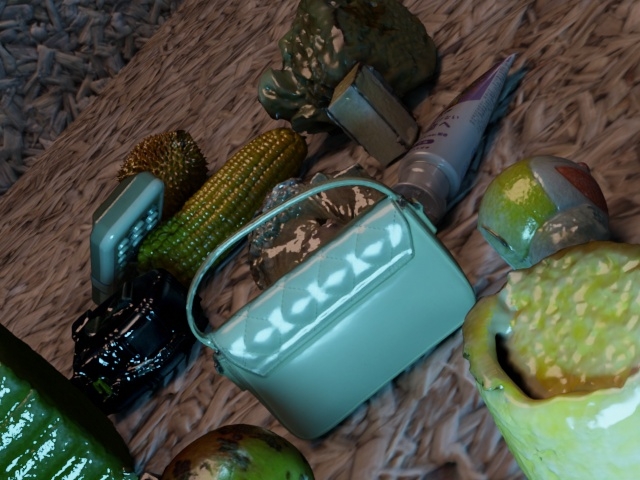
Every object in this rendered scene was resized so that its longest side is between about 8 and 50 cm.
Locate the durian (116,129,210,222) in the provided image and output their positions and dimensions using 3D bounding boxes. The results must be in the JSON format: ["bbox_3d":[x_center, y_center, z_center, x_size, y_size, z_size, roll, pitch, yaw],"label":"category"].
[{"bbox_3d":[-0.263,-0.108,2.101,0.168,0.137,0.158,-51,43,1],"label":"durian"}]

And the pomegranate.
[{"bbox_3d":[-0.055,0.235,1.084,0.220,0.156,0.156,-8,40,51],"label":"pomegranate"}]

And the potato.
[{"bbox_3d":[0.069,-0.160,1.643,0.061,0.122,0.086,-34,19,33],"label":"potato"}]

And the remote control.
[{"bbox_3d":[-0.286,0.003,1.838,0.128,0.065,0.335,-49,-5,-21],"label":"remote control"}]

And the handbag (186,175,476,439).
[{"bbox_3d":[0.003,0.051,1.227,0.256,0.219,0.079,-39,24,7],"label":"handbag"}]

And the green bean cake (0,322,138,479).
[{"bbox_3d":[-0.345,0.223,1.456,0.156,0.250,0.247,-44,23,-5],"label":"green bean cake"}]

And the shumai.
[{"bbox_3d":[0.033,-0.242,1.827,0.218,0.189,0.256,-49,31,29],"label":"shumai"}]

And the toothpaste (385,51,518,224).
[{"bbox_3d":[0.156,-0.124,1.506,0.114,0.073,0.299,-41,12,43],"label":"toothpaste"}]

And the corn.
[{"bbox_3d":[-0.134,-0.050,1.810,0.313,0.102,0.102,-48,22,-13],"label":"corn"}]

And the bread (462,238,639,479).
[{"bbox_3d":[0.203,0.092,0.879,0.197,0.170,0.197,-25,36,20],"label":"bread"}]

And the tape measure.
[{"bbox_3d":[-0.244,0.119,1.675,0.186,0.112,0.199,-38,23,7],"label":"tape measure"}]

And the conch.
[{"bbox_3d":[0.000,0.000,1.446,0.178,0.163,0.245,-42,5,-6],"label":"conch"}]

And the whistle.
[{"bbox_3d":[0.219,-0.004,1.118,0.123,0.123,0.223,-41,35,4],"label":"whistle"}]
